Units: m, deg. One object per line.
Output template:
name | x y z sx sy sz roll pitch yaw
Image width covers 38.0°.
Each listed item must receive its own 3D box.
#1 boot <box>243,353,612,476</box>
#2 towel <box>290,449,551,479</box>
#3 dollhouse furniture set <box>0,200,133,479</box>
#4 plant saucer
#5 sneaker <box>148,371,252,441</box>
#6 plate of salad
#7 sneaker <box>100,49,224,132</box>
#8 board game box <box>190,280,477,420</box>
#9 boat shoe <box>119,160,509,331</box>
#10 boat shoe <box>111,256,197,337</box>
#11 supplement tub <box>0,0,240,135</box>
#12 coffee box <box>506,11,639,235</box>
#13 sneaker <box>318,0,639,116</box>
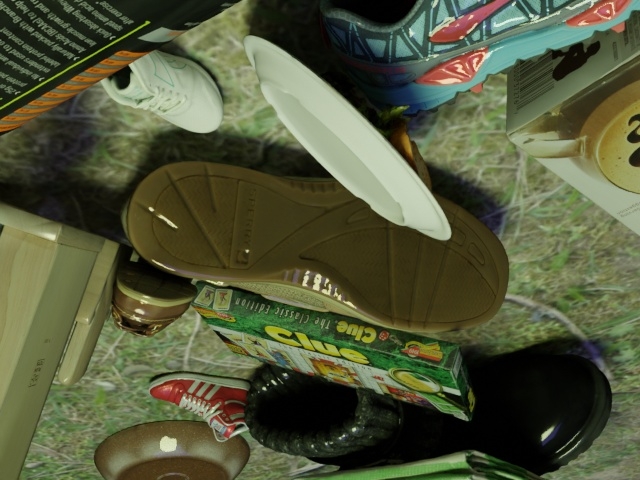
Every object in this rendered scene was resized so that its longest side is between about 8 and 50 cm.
boot | 0.118 0.183 1.019 0.348 0.131 0.260 -26 138 23
towel | 0.155 0.289 1.041 0.248 0.038 0.325 -20 149 36
dollhouse furniture set | -0.330 0.040 0.658 0.303 0.198 0.286 20 176 0
plant saucer | -0.188 0.291 1.183 0.199 0.036 0.198 -4 141 -3
sneaker | -0.132 0.186 1.033 0.118 0.067 0.042 6 139 -16
plate of salad | 0.024 -0.076 0.654 0.048 0.200 0.200 -47 136 -4
sneaker | -0.126 -0.113 0.663 0.054 0.061 0.152 -30 138 23
board game box | 0.013 0.104 0.878 0.260 0.030 0.136 12 153 23
boat shoe | 0.000 0.000 0.801 0.341 0.121 0.110 14 176 -19
boat shoe | -0.140 0.052 0.765 0.064 0.060 0.178 23 -179 -6
supplement tub | -0.145 -0.180 0.459 0.338 0.207 0.207 -24 139 19
coffee box | 0.288 -0.136 0.604 0.168 0.119 0.297 31 138 -27
sneaker | 0.113 -0.176 0.589 0.262 0.104 0.125 -29 135 24
